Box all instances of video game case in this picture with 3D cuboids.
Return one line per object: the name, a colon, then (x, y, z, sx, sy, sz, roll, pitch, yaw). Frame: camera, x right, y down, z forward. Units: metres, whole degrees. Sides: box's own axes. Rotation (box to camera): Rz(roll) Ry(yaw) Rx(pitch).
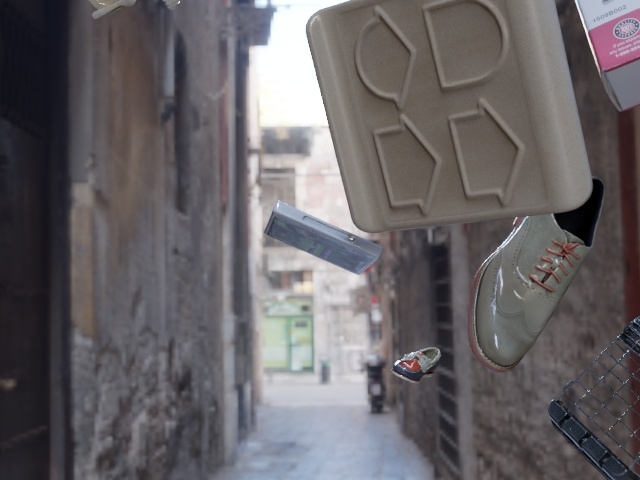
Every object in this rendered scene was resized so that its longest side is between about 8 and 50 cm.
video game case: (0.000, 0.000, 1.623, 0.173, 0.022, 0.190, 24, -12, -2)

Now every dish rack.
dish rack: (0.546, 0.275, 1.822, 0.208, 0.271, 0.074, 46, 4, 39)

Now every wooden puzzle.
wooden puzzle: (0.168, -0.183, 1.370, 0.348, 0.322, 0.080, -7, 12, 37)

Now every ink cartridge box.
ink cartridge box: (0.429, -0.337, 1.336, 0.207, 0.282, 0.117, -22, -31, 21)

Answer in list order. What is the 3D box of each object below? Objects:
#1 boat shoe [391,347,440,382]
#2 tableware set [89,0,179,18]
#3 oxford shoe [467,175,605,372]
boat shoe: (0.156, 0.198, 1.677, 0.049, 0.043, 0.137, 32, 14, 25)
tableware set: (-0.217, -0.339, 1.189, 0.141, 0.168, 0.020, -18, 12, 11)
oxford shoe: (0.323, 0.036, 1.551, 0.123, 0.348, 0.130, 32, -28, -9)
